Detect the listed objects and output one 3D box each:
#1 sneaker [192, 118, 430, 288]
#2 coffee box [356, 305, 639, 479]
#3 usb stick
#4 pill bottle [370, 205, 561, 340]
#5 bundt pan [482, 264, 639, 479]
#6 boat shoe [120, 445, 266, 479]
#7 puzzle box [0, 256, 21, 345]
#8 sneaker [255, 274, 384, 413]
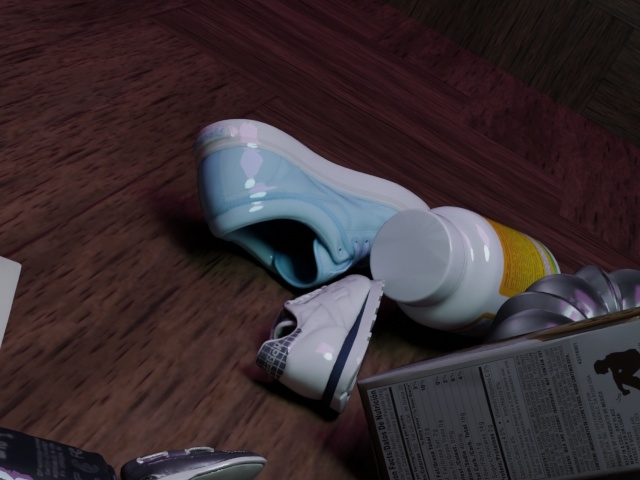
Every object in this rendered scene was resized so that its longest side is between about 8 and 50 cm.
[{"bbox_3d":[0.000,0.000,1.369,0.365,0.135,0.150,21,55,-38],"label":"sneaker"},{"bbox_3d":[0.204,0.133,1.027,0.168,0.297,0.119,-9,82,-57],"label":"coffee box"},{"bbox_3d":[-0.264,0.133,0.781,0.278,0.045,0.077,20,16,-23],"label":"usb stick"},{"bbox_3d":[0.161,0.038,1.367,0.136,0.136,0.245,44,15,34],"label":"pill bottle"},{"bbox_3d":[0.310,0.141,1.228,0.330,0.124,0.331,5,36,-3],"label":"bundt pan"},{"bbox_3d":[-0.094,0.172,0.911,0.125,0.046,0.038,-7,45,-45],"label":"boat shoe"},{"bbox_3d":[-0.327,0.104,0.655,0.272,0.052,0.409,22,32,-16],"label":"puzzle box"},{"bbox_3d":[0.004,0.081,1.199,0.094,0.090,0.235,17,18,3],"label":"sneaker"}]
